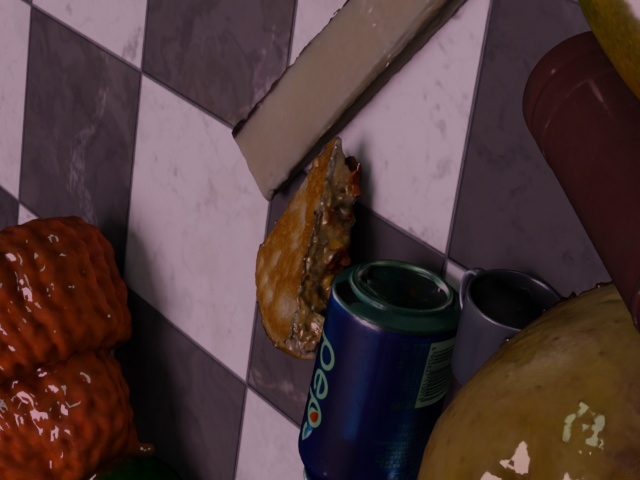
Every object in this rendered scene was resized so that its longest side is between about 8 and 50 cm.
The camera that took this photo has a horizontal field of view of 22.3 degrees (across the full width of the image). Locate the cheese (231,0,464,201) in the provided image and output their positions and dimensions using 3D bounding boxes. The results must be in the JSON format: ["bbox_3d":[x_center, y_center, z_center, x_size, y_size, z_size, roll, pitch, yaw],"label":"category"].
[{"bbox_3d":[0.032,-0.163,1.403,0.400,0.034,0.085,-46,66,48],"label":"cheese"}]

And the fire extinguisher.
[{"bbox_3d":[0.244,-0.003,1.031,0.344,0.138,0.102,-111,16,-47],"label":"fire extinguisher"}]

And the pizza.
[{"bbox_3d":[0.000,0.000,1.454,0.188,0.062,0.199,-115,41,-59],"label":"pizza"}]

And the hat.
[{"bbox_3d":[-0.301,0.187,1.779,0.285,0.285,0.400,-19,97,53],"label":"hat"}]

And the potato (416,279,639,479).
[{"bbox_3d":[0.182,0.158,1.105,0.285,0.242,0.243,-7,92,43],"label":"potato"}]

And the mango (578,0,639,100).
[{"bbox_3d":[0.268,-0.097,0.970,0.289,0.146,0.129,41,101,21],"label":"mango"}]

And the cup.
[{"bbox_3d":[0.138,0.068,1.279,0.100,0.078,0.077,55,142,42],"label":"cup"}]

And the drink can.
[{"bbox_3d":[0.049,0.124,1.374,0.118,0.118,0.205,39,126,42],"label":"drink can"}]
